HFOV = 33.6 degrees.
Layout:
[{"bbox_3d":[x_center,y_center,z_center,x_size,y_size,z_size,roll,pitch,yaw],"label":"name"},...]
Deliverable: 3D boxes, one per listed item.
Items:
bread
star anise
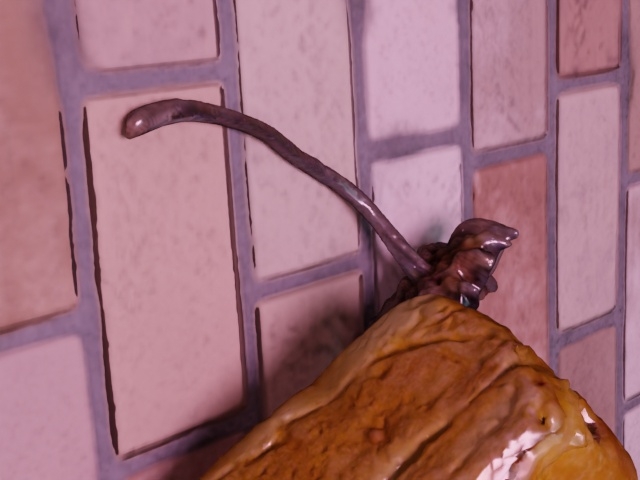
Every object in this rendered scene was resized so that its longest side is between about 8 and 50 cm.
[{"bbox_3d":[0.007,0.163,0.518,0.294,0.167,0.132,-43,118,-5],"label":"bread"},{"bbox_3d":[0.000,0.000,0.629,0.227,0.218,0.148,39,103,0],"label":"star anise"}]
